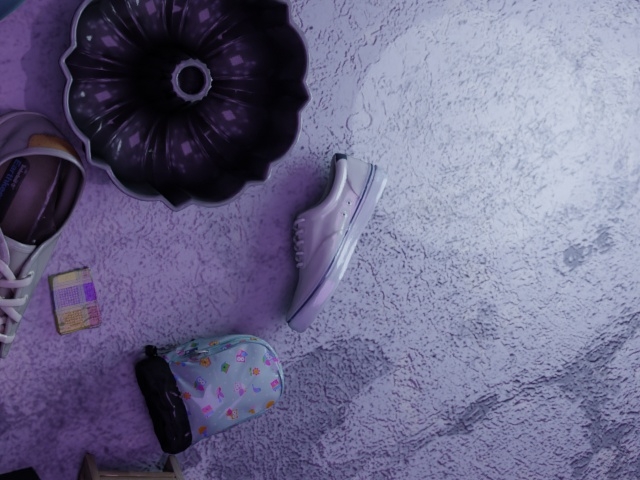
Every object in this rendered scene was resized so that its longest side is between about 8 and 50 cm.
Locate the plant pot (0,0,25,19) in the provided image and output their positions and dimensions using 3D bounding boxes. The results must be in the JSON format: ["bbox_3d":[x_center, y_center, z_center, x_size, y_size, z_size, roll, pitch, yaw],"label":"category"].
[{"bbox_3d":[-0.435,-0.382,1.412,0.271,0.272,0.255,-54,129,-8],"label":"plant pot"}]

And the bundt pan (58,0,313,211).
[{"bbox_3d":[-0.182,-0.206,1.610,0.331,0.124,0.330,-3,99,-23],"label":"bundt pan"}]

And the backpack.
[{"bbox_3d":[-0.141,0.197,1.692,0.182,0.115,0.152,-19,102,-23],"label":"backpack"}]

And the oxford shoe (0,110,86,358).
[{"bbox_3d":[-0.415,0.057,1.529,0.169,0.130,0.449,25,88,-44],"label":"oxford shoe"}]

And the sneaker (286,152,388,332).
[{"bbox_3d":[0.000,0.000,1.751,0.091,0.094,0.258,26,82,-7],"label":"sneaker"}]

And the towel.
[{"bbox_3d":[-0.322,0.081,1.651,0.060,0.009,0.083,-14,102,-21],"label":"towel"}]

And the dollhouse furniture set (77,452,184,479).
[{"bbox_3d":[-0.263,0.394,1.677,0.129,0.129,0.183,7,119,-25],"label":"dollhouse furniture set"}]

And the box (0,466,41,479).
[{"bbox_3d":[-0.376,0.443,1.583,0.103,0.184,0.261,-8,100,-21],"label":"box"}]
